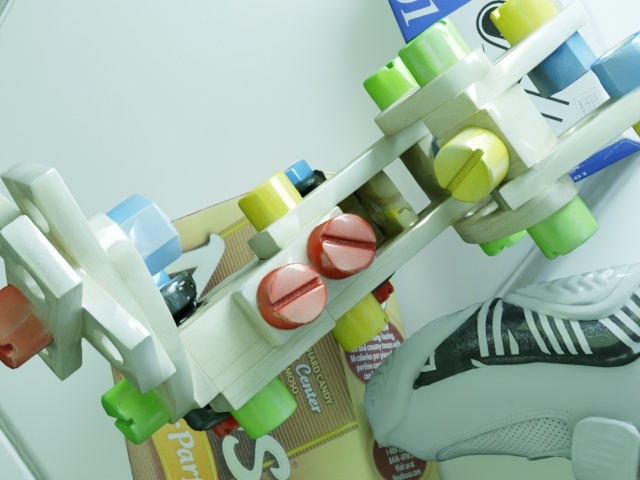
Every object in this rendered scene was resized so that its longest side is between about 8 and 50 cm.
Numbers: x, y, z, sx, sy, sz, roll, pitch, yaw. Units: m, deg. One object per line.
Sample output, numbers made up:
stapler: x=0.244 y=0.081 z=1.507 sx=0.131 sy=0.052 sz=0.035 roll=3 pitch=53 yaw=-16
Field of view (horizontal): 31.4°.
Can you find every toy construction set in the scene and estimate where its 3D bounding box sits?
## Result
toy construction set: x=0.000 y=0.000 z=0.535 sx=0.151 sy=0.327 sz=0.215 roll=67 pitch=155 yaw=0

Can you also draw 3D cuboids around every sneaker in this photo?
sneaker: x=0.192 y=0.110 z=0.538 sx=0.365 sy=0.137 sz=0.210 roll=-19 pitch=75 yaw=29

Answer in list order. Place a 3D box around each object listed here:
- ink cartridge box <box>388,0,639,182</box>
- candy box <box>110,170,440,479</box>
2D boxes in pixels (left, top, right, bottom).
ink cartridge box: x=0.101 y=-0.127 z=0.664 sx=0.097 sy=0.046 sz=0.207 roll=-29 pitch=73 yaw=29
candy box: x=-0.028 y=0.133 z=0.717 sx=0.183 sy=0.087 sz=0.316 roll=-19 pitch=77 yaw=31
